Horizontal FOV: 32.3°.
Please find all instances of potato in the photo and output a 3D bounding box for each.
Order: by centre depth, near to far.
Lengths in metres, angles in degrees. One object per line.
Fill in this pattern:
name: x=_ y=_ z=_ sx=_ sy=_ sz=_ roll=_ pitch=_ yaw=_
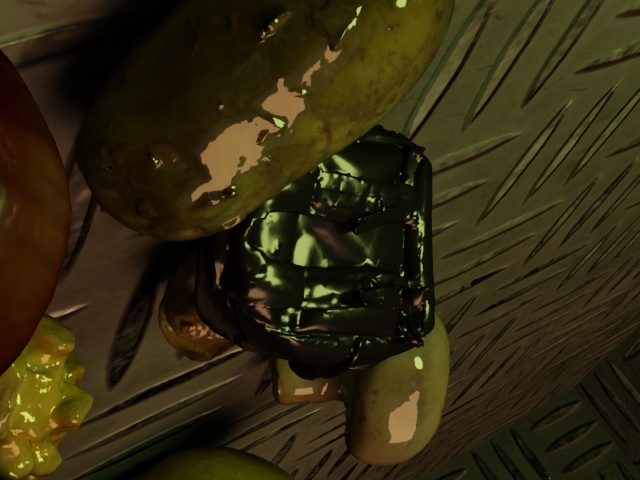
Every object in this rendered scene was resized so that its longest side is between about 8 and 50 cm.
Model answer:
potato: x=-0.028 y=-0.097 z=0.633 sx=0.251 sy=0.113 sz=0.149 roll=-42 pitch=154 yaw=-6

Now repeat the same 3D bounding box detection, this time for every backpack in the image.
backpack: x=0.000 y=0.000 z=0.803 sx=0.133 sy=0.206 sz=0.258 roll=2 pitch=178 yaw=35

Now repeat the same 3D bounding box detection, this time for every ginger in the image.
ginger: x=-0.038 y=0.024 z=0.956 sx=0.294 sy=0.086 sz=0.131 roll=-21 pitch=145 yaw=-56

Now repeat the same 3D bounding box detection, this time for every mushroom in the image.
mushroom: x=0.056 y=0.162 z=1.288 sx=0.209 sy=0.206 sz=0.206 roll=-17 pitch=165 yaw=15

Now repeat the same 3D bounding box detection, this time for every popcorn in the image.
popcorn: x=-0.231 y=0.105 z=0.739 sx=0.148 sy=0.152 sz=0.167 roll=7 pitch=144 yaw=-22

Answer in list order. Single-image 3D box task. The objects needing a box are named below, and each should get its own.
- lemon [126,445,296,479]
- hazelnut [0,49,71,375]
lemon: x=-0.126 y=0.420 z=1.342 sx=0.348 sy=0.348 sz=0.348 roll=-31 pitch=160 yaw=-12
hazelnut: x=-0.198 y=-0.023 z=0.403 sx=0.208 sy=0.208 sz=0.208 roll=-31 pitch=160 yaw=-12
